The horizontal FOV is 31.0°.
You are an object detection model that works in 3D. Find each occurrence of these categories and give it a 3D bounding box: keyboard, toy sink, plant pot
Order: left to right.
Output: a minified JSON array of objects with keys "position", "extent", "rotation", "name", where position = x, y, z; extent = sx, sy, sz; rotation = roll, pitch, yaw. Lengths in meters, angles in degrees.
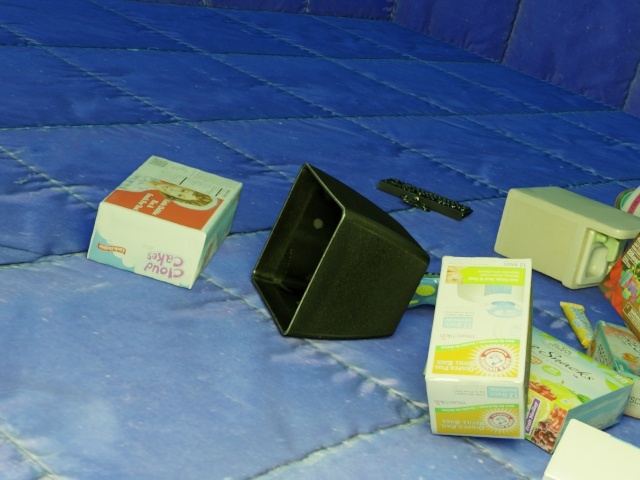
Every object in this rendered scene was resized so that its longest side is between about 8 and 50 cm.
[{"position":[0.036,0.031,1.570],"extent":[0.167,0.187,0.188],"rotation":[19,16,-24],"name":"plant pot"},{"position":[0.199,-0.082,2.227],"extent":[0.180,0.023,0.108],"rotation":[22,20,20],"name":"keyboard"},{"position":[0.449,0.003,2.022],"extent":[0.234,0.131,0.153],"rotation":[25,21,39],"name":"toy sink"}]

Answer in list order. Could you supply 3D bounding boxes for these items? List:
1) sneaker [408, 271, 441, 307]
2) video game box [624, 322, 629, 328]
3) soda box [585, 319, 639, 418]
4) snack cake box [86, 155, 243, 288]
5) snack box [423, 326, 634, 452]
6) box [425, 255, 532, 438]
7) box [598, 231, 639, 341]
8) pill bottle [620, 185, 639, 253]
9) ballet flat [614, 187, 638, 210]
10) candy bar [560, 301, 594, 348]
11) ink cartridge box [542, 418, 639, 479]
[{"position":[0.156,0.065,1.715],"extent":[0.188,0.067,0.078],"rotation":[4,28,-23],"name":"sneaker"},{"position":[0.548,0.093,1.759],"extent":[0.048,0.187,0.205],"rotation":[10,20,-11],"name":"video game box"},{"position":[0.418,0.177,1.612],"extent":[0.058,0.063,0.183],"rotation":[15,19,-1],"name":"soda box"},{"position":[-0.217,-0.032,1.667],"extent":[0.152,0.089,0.264],"rotation":[18,19,2],"name":"snack cake box"},{"position":[0.267,0.177,1.486],"extent":[0.207,0.070,0.174],"rotation":[31,26,36],"name":"snack box"},{"position":[0.193,0.125,1.374],"extent":[0.114,0.103,0.203],"rotation":[2,43,13],"name":"box"},{"position":[0.522,0.069,1.622],"extent":[0.057,0.201,0.293],"rotation":[26,19,-22],"name":"box"},{"position":[0.708,0.009,2.155],"extent":[0.160,0.160,0.283],"rotation":[-4,27,-44],"name":"pill bottle"},{"position":[0.754,-0.017,2.368],"extent":[0.343,0.116,0.124],"rotation":[16,-1,1],"name":"ballet flat"},{"position":[0.408,0.133,1.797],"extent":[0.040,0.018,0.161],"rotation":[13,18,-5],"name":"candy bar"},{"position":[0.259,0.269,1.139],"extent":[0.092,0.143,0.090],"rotation":[22,38,18],"name":"ink cartridge box"}]
